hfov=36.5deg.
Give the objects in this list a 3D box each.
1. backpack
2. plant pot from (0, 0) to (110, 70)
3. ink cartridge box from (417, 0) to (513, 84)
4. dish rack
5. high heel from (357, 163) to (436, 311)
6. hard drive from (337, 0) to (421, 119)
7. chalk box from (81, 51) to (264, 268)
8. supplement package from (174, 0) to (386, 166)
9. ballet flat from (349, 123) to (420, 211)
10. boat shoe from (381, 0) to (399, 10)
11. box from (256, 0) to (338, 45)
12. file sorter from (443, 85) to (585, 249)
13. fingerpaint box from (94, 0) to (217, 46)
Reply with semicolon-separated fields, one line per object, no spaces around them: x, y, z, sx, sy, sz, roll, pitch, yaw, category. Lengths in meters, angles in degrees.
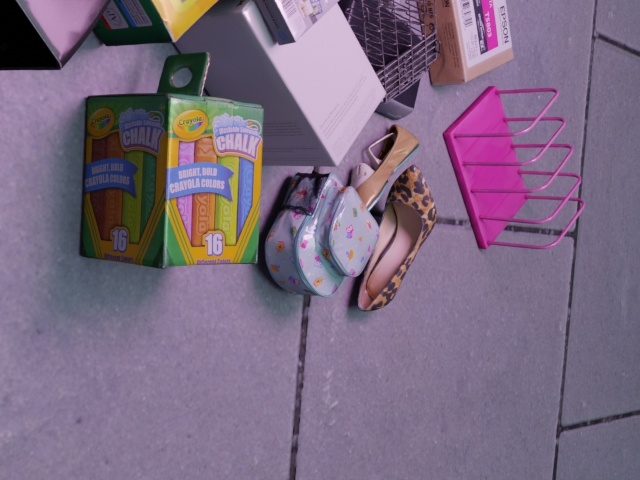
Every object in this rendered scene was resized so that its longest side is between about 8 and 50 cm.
0.000;0.000;1.603;0.188;0.144;0.166;-58;138;-23;backpack
-0.345;-0.323;1.129;0.167;0.187;0.188;-51;129;-28;plant pot
0.285;-0.444;1.915;0.193;0.088;0.234;-31;116;-41;ink cartridge box
0.120;-0.372;1.635;0.208;0.074;0.271;-38;139;-28;dish rack
0.129;0.004;1.738;0.186;0.093;0.261;-49;153;-40;high heel
0.100;-0.332;1.741;0.255;0.054;0.172;24;77;-47;hard drive
-0.201;-0.114;1.333;0.179;0.180;0.288;-2;95;-49;chalk box
-0.063;-0.275;1.469;0.175;0.178;0.293;-57;132;-28;supplement package
0.097;-0.127;1.765;0.073;0.080;0.232;45;54;-9;ballet flat
0.116;-0.462;1.759;0.035;0.035;0.100;0;69;-40;boat shoe
-0.027;-0.380;1.339;0.186;0.038;0.145;-50;124;-33;box
0.420;-0.150;2.030;0.202;0.182;0.290;-46;126;-36;file sorter
-0.236;-0.541;1.254;0.371;0.163;0.444;-53;130;-30;fingerpaint box
